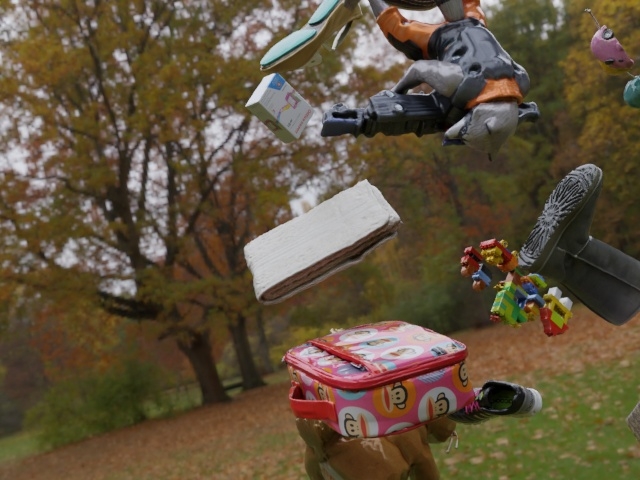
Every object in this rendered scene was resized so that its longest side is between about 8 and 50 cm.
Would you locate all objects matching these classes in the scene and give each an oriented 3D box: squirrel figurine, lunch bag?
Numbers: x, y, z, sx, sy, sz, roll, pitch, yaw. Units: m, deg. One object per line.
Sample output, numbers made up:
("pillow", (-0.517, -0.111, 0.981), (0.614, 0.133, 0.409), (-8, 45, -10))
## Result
("squirrel figurine", (0.141, 0.371, 1.727), (0.370, 0.397, 0.281), (-36, 13, -28))
("lunch bag", (0.069, 0.218, 1.246), (0.258, 0.120, 0.293), (-13, 7, -22))

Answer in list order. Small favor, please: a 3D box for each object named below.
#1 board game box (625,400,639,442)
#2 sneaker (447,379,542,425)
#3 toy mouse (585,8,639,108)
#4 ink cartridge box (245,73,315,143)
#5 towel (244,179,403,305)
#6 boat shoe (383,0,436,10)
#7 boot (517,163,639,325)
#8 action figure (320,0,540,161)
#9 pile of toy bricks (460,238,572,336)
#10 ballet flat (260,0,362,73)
("board game box", (0.611, 0.218, 1.110), (0.291, 0.141, 0.232), (-25, -28, -6))
("sneaker", (0.274, 0.265, 1.317), (0.170, 0.063, 0.075), (-13, -33, 34))
("toy mouse", (0.363, -0.203, 0.957), (0.031, 0.143, 0.161), (-34, -54, 22))
("ink cartridge box", (-0.082, -0.276, 1.665), (0.122, 0.088, 0.052), (42, -28, -28))
("towel", (0.000, 0.000, 1.419), (0.282, 0.049, 0.187), (-28, 30, 1))
("boat shoe", (0.062, -0.424, 1.176), (0.103, 0.285, 0.092), (-59, 8, 16))
("boot", (0.407, 0.011, 1.145), (0.208, 0.189, 0.076), (25, 18, -17))
("action figure", (0.151, -0.250, 1.089), (0.341, 0.330, 0.178), (-14, -28, -24))
("pile of toy bricks", (0.319, 0.098, 1.345), (0.212, 0.105, 0.118), (40, -32, -22))
("ballet flat", (-0.006, -0.339, 1.348), (0.232, 0.073, 0.080), (-48, 34, -20))
